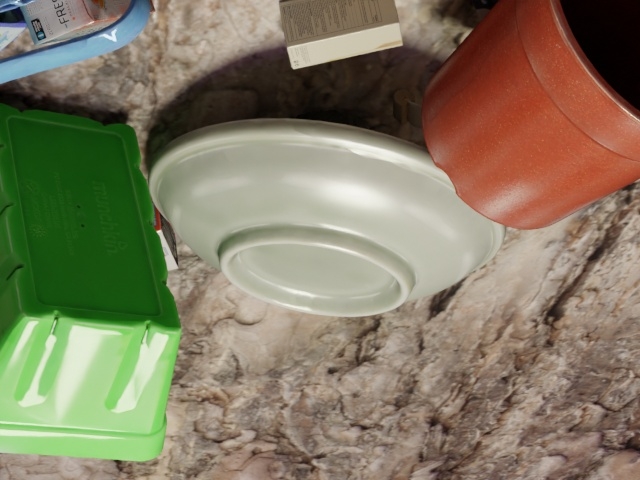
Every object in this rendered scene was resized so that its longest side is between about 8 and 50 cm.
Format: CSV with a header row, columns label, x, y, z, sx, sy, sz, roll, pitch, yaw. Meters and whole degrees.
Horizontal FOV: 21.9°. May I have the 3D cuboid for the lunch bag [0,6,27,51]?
label,x,y,z,sx,sy,sz,roll,pitch,yaw
lunch bag,-0.362,-0.202,1.518,0.151,0.096,0.129,28,133,-34

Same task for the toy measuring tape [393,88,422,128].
label,x,y,z,sx,sy,sz,roll,pitch,yaw
toy measuring tape,0.250,-0.152,1.822,0.330,0.121,0.121,11,150,7

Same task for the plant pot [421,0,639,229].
label,x,y,z,sx,sy,sz,roll,pitch,yaw
plant pot,0.248,-0.152,1.601,0.272,0.272,0.265,9,151,-29

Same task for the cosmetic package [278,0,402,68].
label,x,y,z,sx,sy,sz,roll,pitch,yaw
cosmetic package,0.020,-0.216,1.650,0.115,0.060,0.041,-11,151,3

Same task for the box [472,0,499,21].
label,x,y,z,sx,sy,sz,roll,pitch,yaw
box,0.183,-0.267,1.646,0.081,0.028,0.136,-17,151,11

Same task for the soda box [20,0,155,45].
label,x,y,z,sx,sy,sz,roll,pitch,yaw
soda box,-0.209,-0.217,1.485,0.063,0.058,0.183,-19,-174,14

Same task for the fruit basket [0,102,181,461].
label,x,y,z,sx,sy,sz,roll,pitch,yaw
fruit basket,-0.329,0.086,1.742,0.283,0.392,0.392,8,145,-29

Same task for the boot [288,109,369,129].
label,x,y,z,sx,sy,sz,roll,pitch,yaw
boot,0.005,-0.062,1.875,0.189,0.076,0.208,-1,148,28

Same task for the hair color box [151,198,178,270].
label,x,y,z,sx,sy,sz,roll,pitch,yaw
hair color box,-0.259,0.008,1.942,0.167,0.053,0.093,-11,149,3

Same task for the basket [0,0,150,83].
label,x,y,z,sx,sy,sz,roll,pitch,yaw
basket,-0.262,-0.240,1.293,0.254,0.289,0.201,-15,148,12

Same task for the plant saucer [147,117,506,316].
label,x,y,z,sx,sy,sz,roll,pitch,yaw
plant saucer,0.000,0.000,1.821,0.400,0.100,0.400,8,156,4
